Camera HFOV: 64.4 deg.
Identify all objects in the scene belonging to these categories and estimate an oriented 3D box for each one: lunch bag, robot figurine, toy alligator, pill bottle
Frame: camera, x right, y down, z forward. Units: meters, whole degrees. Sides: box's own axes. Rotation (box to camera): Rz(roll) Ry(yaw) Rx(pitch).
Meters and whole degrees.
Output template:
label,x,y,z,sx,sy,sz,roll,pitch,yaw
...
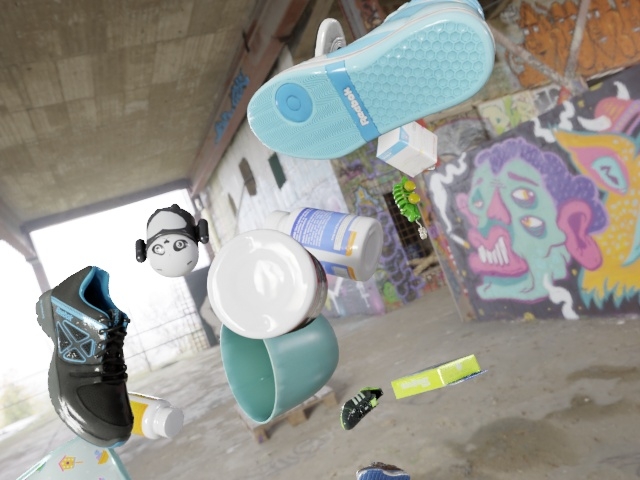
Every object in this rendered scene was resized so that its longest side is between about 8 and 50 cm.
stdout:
label,x,y,z,sx,sy,sz,roll,pitch,yaw
lunch bag,-0.527,0.561,1.080,0.262,0.223,0.160,-36,-18,-11
robot figurine,-0.494,-0.004,1.695,0.173,0.278,0.209,25,-61,-35
toy alligator,0.214,-0.085,1.258,0.051,0.190,0.056,2,-34,-20
pill bottle,-0.071,0.078,0.859,0.161,0.161,0.283,-21,-9,3
pill bottle,0.000,0.000,1.228,0.272,0.152,0.152,12,14,26
pill bottle,-0.615,0.629,1.816,0.245,0.136,0.136,2,9,27

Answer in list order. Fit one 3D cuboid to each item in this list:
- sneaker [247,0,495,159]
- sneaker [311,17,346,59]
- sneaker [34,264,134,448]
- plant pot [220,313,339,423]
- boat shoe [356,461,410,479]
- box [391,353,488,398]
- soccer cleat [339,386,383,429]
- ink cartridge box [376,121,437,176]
label,x,y,z,sx,sy,sz,roll,pitch,yaw
sneaker,0.069,-0.219,0.664,0.319,0.127,0.208,-10,33,28
sneaker,-0.013,-0.343,1.036,0.121,0.217,0.079,29,50,34
sneaker,-0.407,0.199,0.912,0.139,0.341,0.125,-37,-23,12
plant pot,-0.094,0.299,1.346,0.235,0.293,0.293,-11,-7,-34
boat shoe,0.166,0.668,1.443,0.183,0.066,0.066,22,0,-31
box,0.240,0.278,1.042,0.109,0.042,0.178,-9,-18,-34
soccer cleat,0.110,0.440,1.355,0.072,0.060,0.179,-20,5,32
ink cartridge box,0.229,-0.236,1.298,0.143,0.092,0.090,25,-33,-26
